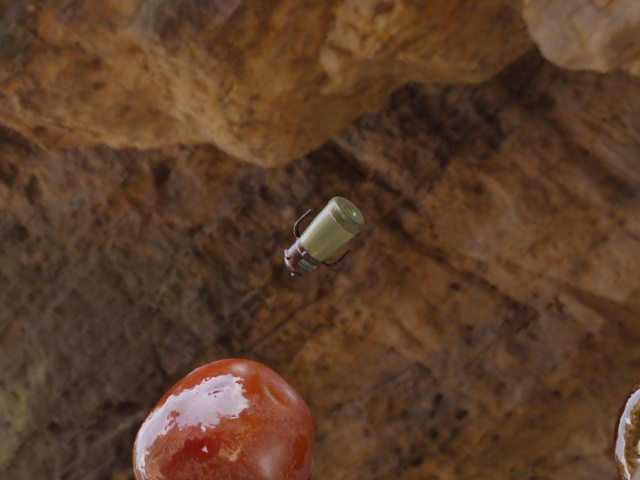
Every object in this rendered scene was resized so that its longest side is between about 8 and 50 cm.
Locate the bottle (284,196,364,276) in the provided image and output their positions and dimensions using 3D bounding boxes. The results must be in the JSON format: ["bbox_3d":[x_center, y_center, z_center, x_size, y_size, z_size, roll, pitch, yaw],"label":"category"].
[{"bbox_3d":[-0.001,-0.001,1.083,0.101,0.063,0.047,-45,-31,25],"label":"bottle"}]

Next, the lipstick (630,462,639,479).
[{"bbox_3d":[0.140,0.198,0.465,0.254,0.070,0.070,-47,-15,-34],"label":"lipstick"}]

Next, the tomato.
[{"bbox_3d":[-0.120,0.251,1.240,0.232,0.232,0.188,-49,-51,-11],"label":"tomato"}]

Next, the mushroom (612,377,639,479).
[{"bbox_3d":[0.546,0.302,1.317,0.259,0.345,0.345,4,-55,-49],"label":"mushroom"}]
